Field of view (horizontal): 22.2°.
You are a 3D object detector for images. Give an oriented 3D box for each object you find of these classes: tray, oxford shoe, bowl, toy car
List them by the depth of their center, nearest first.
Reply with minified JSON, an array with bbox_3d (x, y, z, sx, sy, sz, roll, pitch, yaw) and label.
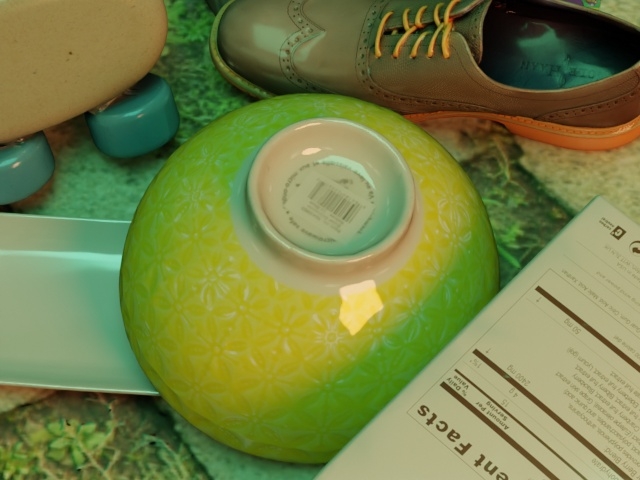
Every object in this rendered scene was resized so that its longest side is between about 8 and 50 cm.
[{"bbox_3d":[0.000,0.000,1.168,0.289,0.156,0.289,3,63,-6],"label":"bowl"},{"bbox_3d":[-0.183,0.051,1.249,0.270,0.030,0.145,3,64,6],"label":"tray"},{"bbox_3d":[0.087,-0.159,1.272,0.363,0.133,0.130,5,75,8],"label":"oxford shoe"},{"bbox_3d":[-0.244,-0.192,1.316,0.210,0.219,0.238,-21,34,-6],"label":"toy car"}]

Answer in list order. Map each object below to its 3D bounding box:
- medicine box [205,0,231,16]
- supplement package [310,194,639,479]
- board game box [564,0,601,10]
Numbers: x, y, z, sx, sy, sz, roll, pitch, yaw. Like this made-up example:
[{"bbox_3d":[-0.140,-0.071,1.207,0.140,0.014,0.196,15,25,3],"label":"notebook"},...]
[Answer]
[{"bbox_3d":[-0.029,-0.371,1.388,0.289,0.149,0.263,-30,65,-10],"label":"medicine box"},{"bbox_3d":[0.150,0.152,1.090,0.175,0.177,0.293,40,73,21],"label":"supplement package"},{"bbox_3d":[0.153,-0.222,1.364,0.168,0.033,0.133,-2,63,4],"label":"board game box"}]
